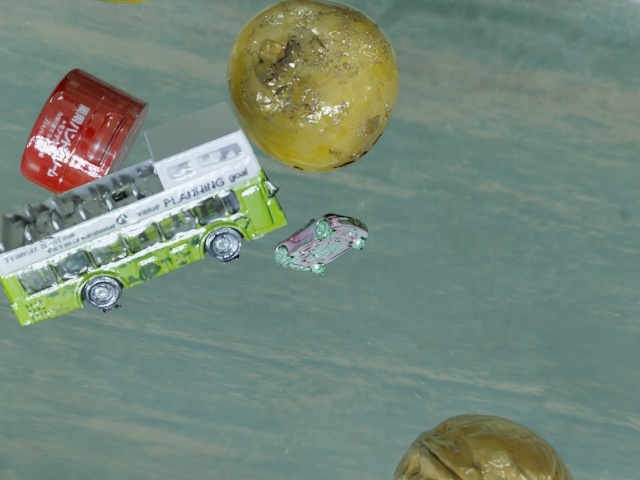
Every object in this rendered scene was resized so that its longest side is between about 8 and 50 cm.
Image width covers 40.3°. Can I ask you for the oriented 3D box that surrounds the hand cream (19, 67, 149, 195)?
[{"bbox_3d":[-0.351,-0.151,1.305,0.125,0.193,0.193,25,85,-9],"label":"hand cream"}]

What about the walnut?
[{"bbox_3d":[0.142,0.235,0.769,0.165,0.197,0.165,-1,98,-6],"label":"walnut"}]

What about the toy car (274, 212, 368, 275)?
[{"bbox_3d":[0.000,0.000,1.113,0.069,0.142,0.055,15,57,-37],"label":"toy car"}]

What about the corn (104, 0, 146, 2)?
[{"bbox_3d":[-0.105,-0.128,0.398,0.037,0.092,0.037,6,101,30],"label":"corn"}]

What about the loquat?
[{"bbox_3d":[-0.008,-0.207,1.157,0.235,0.235,0.235,0,83,3],"label":"loquat"}]

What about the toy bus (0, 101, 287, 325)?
[{"bbox_3d":[-0.197,-0.025,0.929,0.302,0.113,0.139,-23,123,-6],"label":"toy bus"}]
